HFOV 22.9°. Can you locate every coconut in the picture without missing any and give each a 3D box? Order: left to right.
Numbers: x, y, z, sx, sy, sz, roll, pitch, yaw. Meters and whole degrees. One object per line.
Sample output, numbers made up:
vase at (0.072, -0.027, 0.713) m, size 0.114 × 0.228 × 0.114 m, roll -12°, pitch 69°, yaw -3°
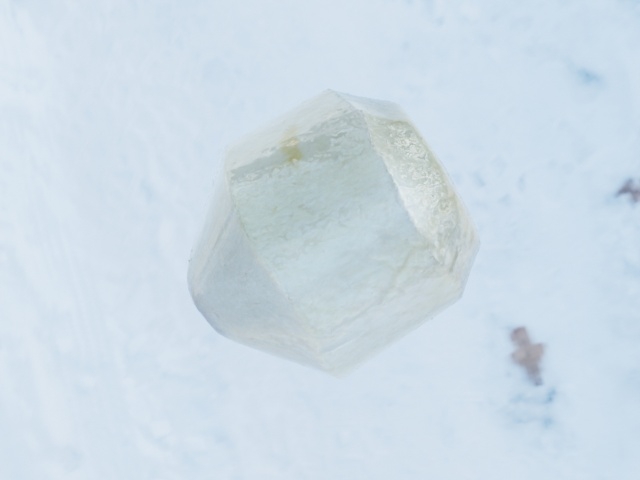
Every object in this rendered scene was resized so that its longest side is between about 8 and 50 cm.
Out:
coconut at (0.000, 0.000, 1.218) m, size 0.222 × 0.202 × 0.202 m, roll -32°, pitch 88°, yaw 4°
